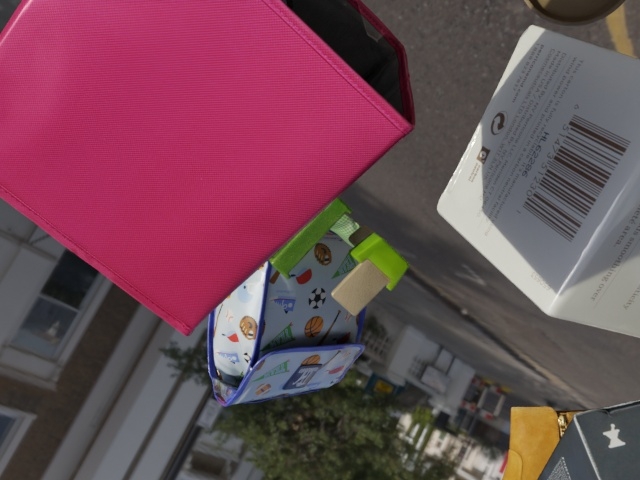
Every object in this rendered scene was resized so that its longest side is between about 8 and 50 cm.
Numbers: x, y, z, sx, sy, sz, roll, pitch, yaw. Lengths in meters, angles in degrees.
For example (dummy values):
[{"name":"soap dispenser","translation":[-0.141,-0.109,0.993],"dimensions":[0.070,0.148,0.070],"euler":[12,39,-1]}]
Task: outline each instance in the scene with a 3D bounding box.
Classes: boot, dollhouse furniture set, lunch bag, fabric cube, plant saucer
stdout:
[{"name":"boot","translation":[0.334,0.388,1.114],"dimensions":[0.295,0.211,0.104],"euler":[-8,166,-2]},{"name":"dollhouse furniture set","translation":[0.000,0.000,1.204],"dimensions":[0.197,0.151,0.301],"euler":[42,-178,-23]},{"name":"lunch bag","translation":[-0.068,0.172,1.495],"dimensions":[0.328,0.385,0.239],"euler":[2,-168,-41]},{"name":"fabric cube","translation":[-0.100,-0.132,0.575],"dimensions":[0.254,0.258,0.259],"euler":[39,-155,-15]},{"name":"plant saucer","translation":[0.611,-0.652,1.582],"dimensions":[0.278,0.277,0.041],"euler":[26,-163,9]}]

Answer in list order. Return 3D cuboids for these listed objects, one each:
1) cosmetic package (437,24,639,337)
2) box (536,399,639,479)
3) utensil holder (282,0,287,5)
[{"name":"cosmetic package","translation":[0.460,-0.069,0.983],"dimensions":[0.394,0.329,0.327],"euler":[15,-160,-26]},{"name":"box","translation":[0.454,0.328,0.802],"dimensions":[0.294,0.211,0.395],"euler":[-14,147,3]},{"name":"utensil holder","translation":[-0.187,-0.382,0.981],"dimensions":[0.385,0.327,0.328],"euler":[42,-178,40]}]
